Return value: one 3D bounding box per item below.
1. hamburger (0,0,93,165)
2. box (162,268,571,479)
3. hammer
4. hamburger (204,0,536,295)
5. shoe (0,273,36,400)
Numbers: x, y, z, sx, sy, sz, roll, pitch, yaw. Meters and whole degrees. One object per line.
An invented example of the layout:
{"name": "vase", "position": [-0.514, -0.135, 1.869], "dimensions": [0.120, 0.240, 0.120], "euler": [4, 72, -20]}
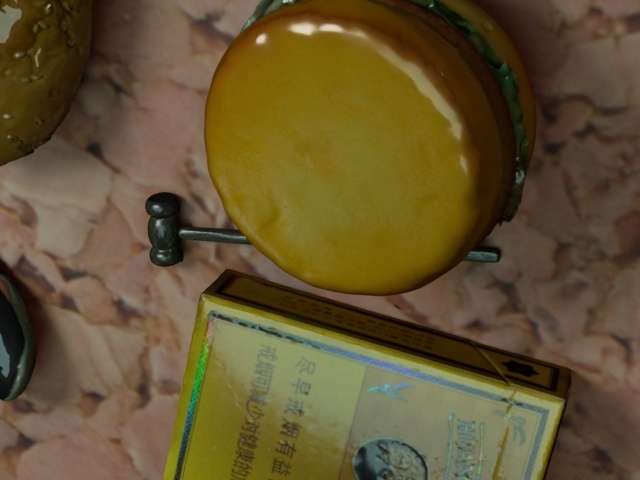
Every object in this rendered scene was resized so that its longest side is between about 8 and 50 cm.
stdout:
{"name": "hamburger", "position": [-0.240, -0.170, 1.293], "dimensions": [0.131, 0.124, 0.262], "euler": [18, 117, 7]}
{"name": "box", "position": [0.034, 0.161, 1.370], "dimensions": [0.301, 0.084, 0.193], "euler": [16, 109, 9]}
{"name": "hammer", "position": [0.000, 0.000, 1.356], "dimensions": [0.292, 0.029, 0.058], "euler": [4, 116, 12]}
{"name": "hamburger", "position": [0.041, -0.087, 1.225], "dimensions": [0.246, 0.170, 0.246], "euler": [13, 120, 24]}
{"name": "shoe", "position": [-0.376, 0.049, 1.418], "dimensions": [0.291, 0.137, 0.114], "euler": [27, 118, 2]}
